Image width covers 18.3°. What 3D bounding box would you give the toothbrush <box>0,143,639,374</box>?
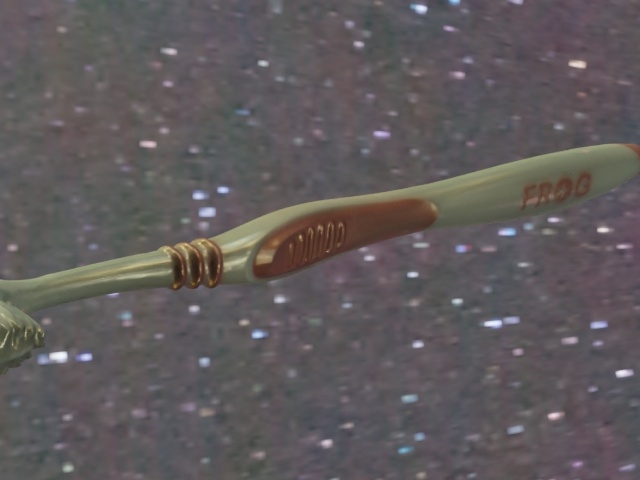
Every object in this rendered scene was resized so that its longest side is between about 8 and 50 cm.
[{"bbox_3d":[0.000,0.000,0.383,0.019,0.193,0.013,30,-57,41],"label":"toothbrush"}]
